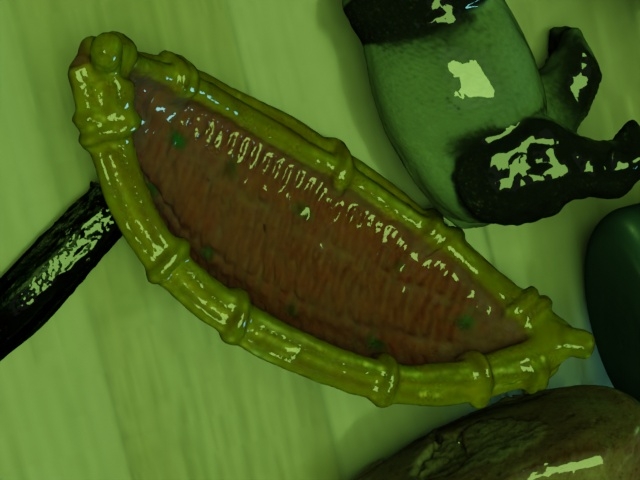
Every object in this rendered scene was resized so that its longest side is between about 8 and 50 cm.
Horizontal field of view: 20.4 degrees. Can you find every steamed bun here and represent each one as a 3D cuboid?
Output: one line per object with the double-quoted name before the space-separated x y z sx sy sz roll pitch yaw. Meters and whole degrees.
"steamed bun" 0.106 0.159 0.944 0.175 0.106 0.145 -20 112 9

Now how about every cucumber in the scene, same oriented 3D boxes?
"cucumber" -0.144 0.021 0.922 0.033 0.034 0.135 43 88 -16

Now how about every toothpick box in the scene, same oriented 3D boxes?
"toothpick box" 0.245 0.025 0.949 0.184 0.120 0.120 -12 98 -12

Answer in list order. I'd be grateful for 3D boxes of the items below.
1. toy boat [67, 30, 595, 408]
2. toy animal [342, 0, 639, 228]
"toy boat" -0.005 0.001 0.901 0.318 0.099 0.141 31 56 -24
"toy animal" 0.074 -0.113 0.921 0.121 0.094 0.225 -25 99 0
